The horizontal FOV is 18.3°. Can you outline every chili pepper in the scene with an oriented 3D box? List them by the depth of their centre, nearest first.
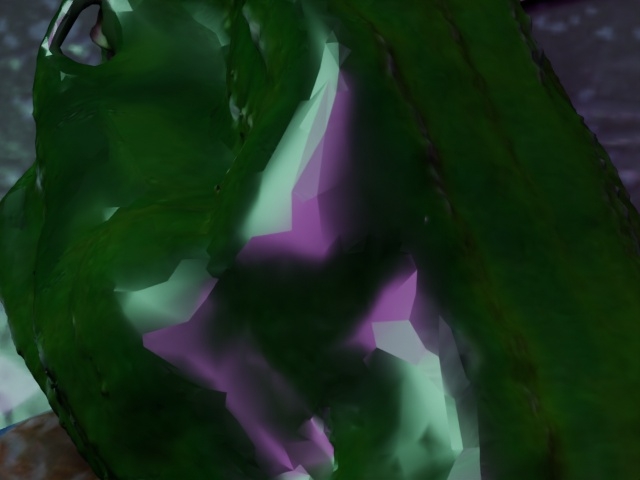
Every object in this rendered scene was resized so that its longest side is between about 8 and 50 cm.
[{"bbox_3d":[-0.006,-0.002,0.653,0.213,0.167,0.385,-25,63,-1],"label":"chili pepper"}]

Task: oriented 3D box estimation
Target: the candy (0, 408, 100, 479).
[{"bbox_3d":[-0.120,0.102,0.705,0.136,0.038,0.088,-14,47,-5],"label":"candy"}]
